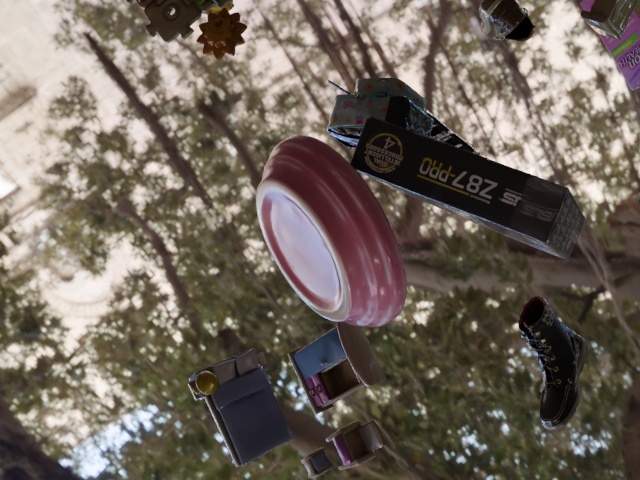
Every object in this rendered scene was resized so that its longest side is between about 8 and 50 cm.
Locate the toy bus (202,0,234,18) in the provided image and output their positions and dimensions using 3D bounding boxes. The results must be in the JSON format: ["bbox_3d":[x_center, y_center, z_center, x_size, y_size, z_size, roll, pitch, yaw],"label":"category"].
[{"bbox_3d":[-0.256,-0.579,2.063,0.202,0.105,0.191,-4,-176,-10],"label":"toy bus"}]

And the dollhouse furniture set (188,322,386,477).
[{"bbox_3d":[-0.048,0.315,1.614,0.303,0.286,0.198,-16,165,-38],"label":"dollhouse furniture set"}]

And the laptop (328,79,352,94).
[{"bbox_3d":[0.097,-0.305,2.369,0.136,0.265,0.234,-4,-171,2],"label":"laptop"}]

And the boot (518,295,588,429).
[{"bbox_3d":[0.465,0.250,1.802,0.085,0.178,0.236,-16,-142,44],"label":"boot"}]

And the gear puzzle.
[{"bbox_3d":[-0.237,-0.422,1.421,0.175,0.044,0.339,-37,-107,8],"label":"gear puzzle"}]

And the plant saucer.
[{"bbox_3d":[0.000,0.000,1.373,0.084,0.332,0.332,-29,-153,-22],"label":"plant saucer"}]

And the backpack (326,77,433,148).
[{"bbox_3d":[0.113,-0.244,1.736,0.188,0.166,0.145,-1,-101,34],"label":"backpack"}]

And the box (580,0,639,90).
[{"bbox_3d":[0.749,-0.487,1.969,0.213,0.243,0.117,-19,165,-30],"label":"box"}]

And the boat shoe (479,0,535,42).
[{"bbox_3d":[0.375,-0.426,1.729,0.095,0.095,0.257,-48,169,17],"label":"boat shoe"}]

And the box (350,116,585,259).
[{"bbox_3d":[0.257,-0.077,1.421,0.318,0.395,0.097,22,-87,20],"label":"box"}]

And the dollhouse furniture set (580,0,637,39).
[{"bbox_3d":[0.387,-0.442,1.388,0.242,0.212,0.161,28,-78,30],"label":"dollhouse furniture set"}]

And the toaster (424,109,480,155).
[{"bbox_3d":[0.244,-0.194,1.959,0.185,0.168,0.110,-29,155,-52],"label":"toaster"}]
